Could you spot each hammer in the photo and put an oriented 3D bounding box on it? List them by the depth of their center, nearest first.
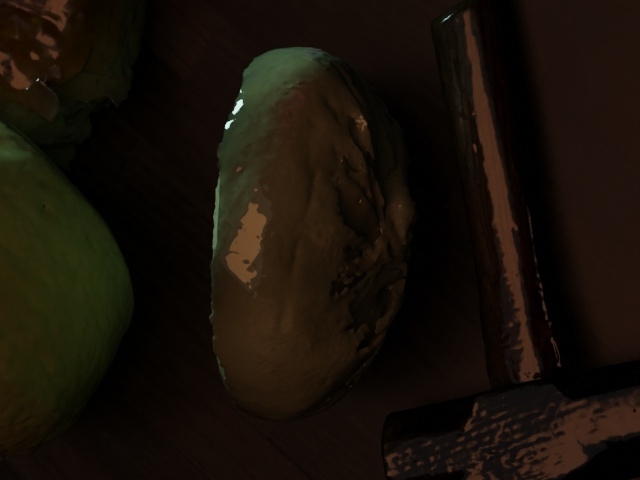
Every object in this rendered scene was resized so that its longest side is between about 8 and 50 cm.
[{"bbox_3d":[0.142,0.005,1.444,0.242,0.095,0.409,-12,84,22],"label":"hammer"}]

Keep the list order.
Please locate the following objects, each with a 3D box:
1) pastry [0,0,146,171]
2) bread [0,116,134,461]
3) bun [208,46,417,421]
[{"bbox_3d":[-0.294,-0.222,1.590,0.329,0.136,0.330,0,90,24],"label":"pastry"},{"bbox_3d":[-0.317,0.036,1.504,0.320,0.320,0.237,33,64,19],"label":"bread"},{"bbox_3d":[0.000,0.000,1.414,0.146,0.287,0.287,7,93,8],"label":"bun"}]
